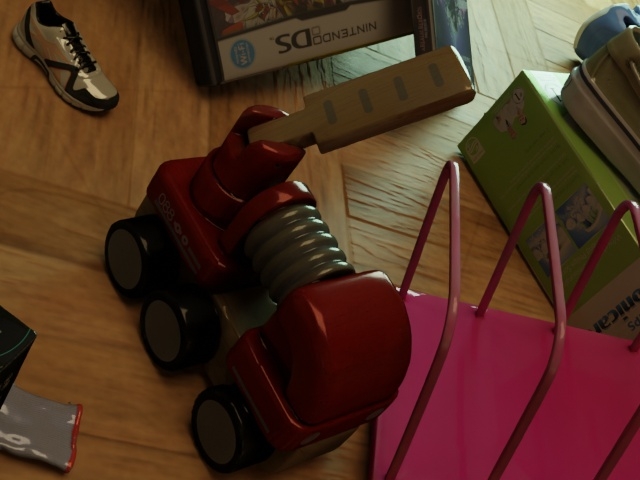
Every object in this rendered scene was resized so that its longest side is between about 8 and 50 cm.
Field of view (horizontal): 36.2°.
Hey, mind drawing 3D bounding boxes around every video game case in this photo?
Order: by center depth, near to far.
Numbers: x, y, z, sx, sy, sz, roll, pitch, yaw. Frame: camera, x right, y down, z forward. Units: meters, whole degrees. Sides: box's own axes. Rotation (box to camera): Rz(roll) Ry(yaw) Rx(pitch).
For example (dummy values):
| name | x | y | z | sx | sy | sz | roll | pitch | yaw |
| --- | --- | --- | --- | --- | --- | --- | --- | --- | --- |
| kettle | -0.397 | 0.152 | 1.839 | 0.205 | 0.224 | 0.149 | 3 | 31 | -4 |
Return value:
| name | x | y | z | sx | sy | sz | roll | pitch | yaw |
| --- | --- | --- | --- | --- | --- | --- | --- | --- | --- |
| video game case | -0.026 | -0.301 | 0.890 | 0.248 | 0.035 | 0.274 | -21 | 110 | -30 |
| video game case | 0.119 | -0.291 | 0.998 | 0.196 | 0.026 | 0.274 | -18 | 104 | -70 |

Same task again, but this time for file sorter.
| name | x | y | z | sx | sy | sz | roll | pitch | yaw |
| --- | --- | --- | --- | --- | --- | --- | --- | --- | --- |
| file sorter | 0.201 | 0.084 | 0.701 | 0.291 | 0.182 | 0.202 | 13 | 41 | -3 |

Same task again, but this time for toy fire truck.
| name | x | y | z | sx | sy | sz | roll | pitch | yaw |
| --- | --- | --- | --- | --- | --- | --- | --- | --- | --- |
| toy fire truck | 0.000 | 0.000 | 0.643 | 0.158 | 0.246 | 0.217 | -10 | 60 | -41 |

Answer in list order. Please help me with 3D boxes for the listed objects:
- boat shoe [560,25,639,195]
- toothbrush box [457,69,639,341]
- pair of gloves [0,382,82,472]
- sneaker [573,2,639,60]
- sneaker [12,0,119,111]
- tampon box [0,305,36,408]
| name | x | y | z | sx | sy | sz | roll | pitch | yaw |
| --- | --- | --- | --- | --- | --- | --- | --- | --- | --- |
| boat shoe | 0.348 | -0.066 | 0.892 | 0.302 | 0.094 | 0.109 | 47 | 42 | 10 |
| toothbrush box | 0.303 | -0.027 | 0.989 | 0.206 | 0.122 | 0.283 | -5 | 55 | -39 |
| pair of gloves | -0.215 | 0.124 | 0.543 | 0.159 | 0.023 | 0.198 | 23 | 43 | -18 |
| sneaker | 0.490 | -0.188 | 1.291 | 0.316 | 0.127 | 0.182 | 6 | 53 | -24 |
| sneaker | -0.203 | -0.148 | 0.789 | 0.109 | 0.044 | 0.040 | 44 | 38 | 3 |
| tampon box | -0.243 | 0.083 | 0.468 | 0.120 | 0.101 | 0.161 | 38 | 43 | 1 |
